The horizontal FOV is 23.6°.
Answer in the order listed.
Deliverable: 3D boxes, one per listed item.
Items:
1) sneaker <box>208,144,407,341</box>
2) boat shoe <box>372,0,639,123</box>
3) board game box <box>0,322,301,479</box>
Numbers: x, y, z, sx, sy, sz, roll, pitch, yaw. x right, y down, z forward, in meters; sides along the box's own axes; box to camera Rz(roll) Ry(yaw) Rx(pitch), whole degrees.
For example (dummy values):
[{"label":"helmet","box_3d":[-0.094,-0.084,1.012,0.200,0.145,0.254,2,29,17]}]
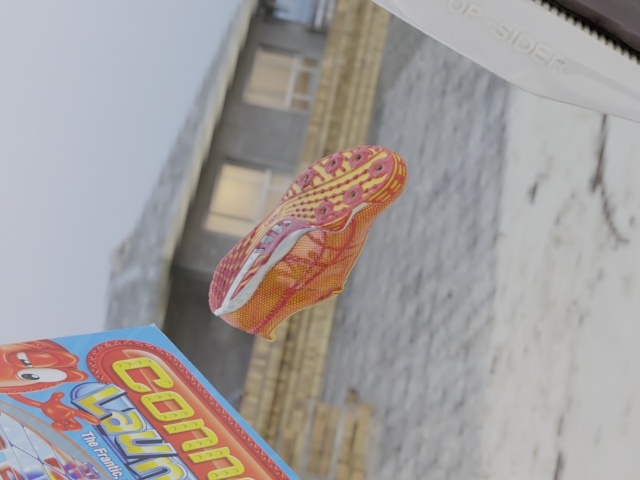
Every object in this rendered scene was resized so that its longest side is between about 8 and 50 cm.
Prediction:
[{"label":"sneaker","box_3d":[0.000,0.000,0.983,0.175,0.067,0.064,-41,36,35]},{"label":"boat shoe","box_3d":[0.142,-0.053,0.384,0.097,0.324,0.116,-58,9,24]},{"label":"board game box","box_3d":[-0.145,0.172,0.770,0.308,0.302,0.086,41,125,41]}]
